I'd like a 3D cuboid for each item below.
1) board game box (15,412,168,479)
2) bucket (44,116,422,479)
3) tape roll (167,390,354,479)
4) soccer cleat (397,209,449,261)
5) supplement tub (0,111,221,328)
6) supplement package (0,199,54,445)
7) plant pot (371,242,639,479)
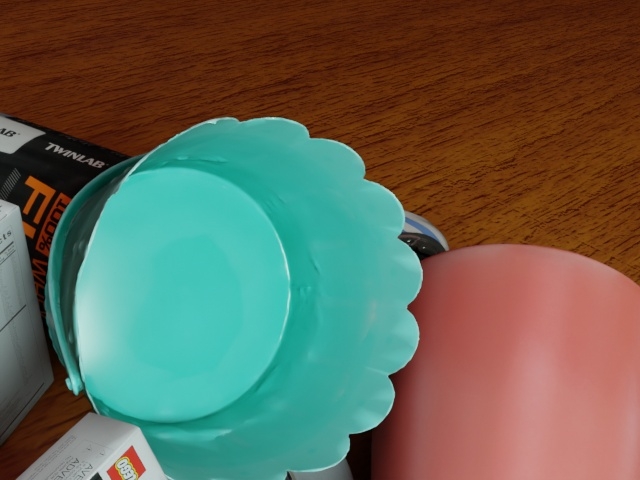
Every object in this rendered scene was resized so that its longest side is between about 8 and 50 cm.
[{"bbox_3d":[-0.124,0.280,0.388,0.053,0.305,0.193,2,32,36],"label":"board game box"},{"bbox_3d":[-0.080,0.044,0.546,0.281,0.281,0.183,-23,11,-32],"label":"bucket"},{"bbox_3d":[-0.080,0.244,0.602,0.219,0.072,0.219,6,40,-5],"label":"tape roll"},{"bbox_3d":[0.000,0.000,0.883,0.331,0.116,0.143,9,24,-4],"label":"soccer cleat"},{"bbox_3d":[-0.259,-0.002,0.742,0.338,0.207,0.207,18,42,10],"label":"supplement tub"},{"bbox_3d":[-0.347,0.077,0.604,0.134,0.244,0.139,18,41,9],"label":"supplement package"},{"bbox_3d":[0.161,0.177,0.600,0.275,0.275,0.243,15,52,6],"label":"plant pot"}]
